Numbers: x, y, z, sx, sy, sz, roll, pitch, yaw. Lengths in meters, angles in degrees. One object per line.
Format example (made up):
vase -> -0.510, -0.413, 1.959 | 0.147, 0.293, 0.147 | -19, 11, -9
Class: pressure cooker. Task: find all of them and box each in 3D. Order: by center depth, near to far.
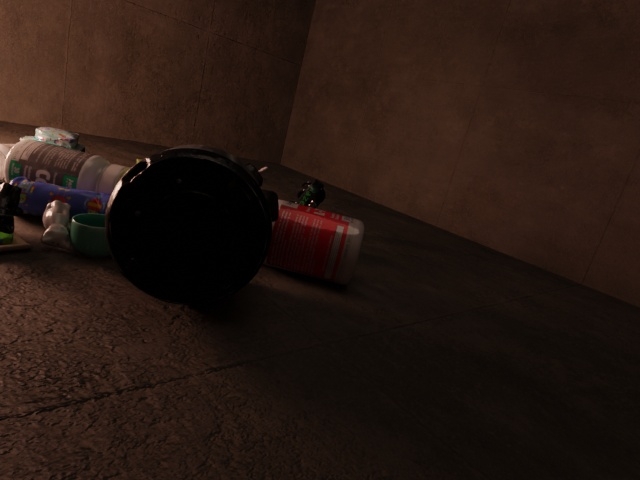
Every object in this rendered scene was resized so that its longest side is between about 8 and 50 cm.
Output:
pressure cooker -> -0.314, -0.067, 1.083 | 0.370, 0.375, 0.420 | 40, 3, -20

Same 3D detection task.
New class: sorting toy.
sorting toy -> -0.880, -0.015, 1.052 | 0.208, 0.038, 0.193 | 22, 17, 28

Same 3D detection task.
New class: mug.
mug -> -0.619, -0.013, 1.173 | 0.130, 0.097, 0.158 | 17, 15, 13

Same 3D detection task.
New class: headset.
headset -> -0.061, -0.159, 2.029 | 0.185, 0.243, 0.394 | 39, -4, -3

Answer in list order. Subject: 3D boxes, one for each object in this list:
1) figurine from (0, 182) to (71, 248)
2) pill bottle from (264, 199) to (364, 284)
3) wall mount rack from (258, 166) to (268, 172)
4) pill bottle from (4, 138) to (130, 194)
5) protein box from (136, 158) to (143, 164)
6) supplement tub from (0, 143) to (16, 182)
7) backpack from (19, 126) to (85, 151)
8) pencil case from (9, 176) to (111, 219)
figurine -> -0.790, -0.054, 1.140 | 0.215, 0.092, 0.209 | 23, 12, -36
pill bottle -> -0.075, -0.006, 1.397 | 0.408, 0.228, 0.229 | 15, 15, 1
wall mount rack -> -0.448, -0.330, 2.177 | 0.304, 0.130, 0.350 | 13, -11, -13
pill bottle -> -0.878, -0.221, 1.481 | 0.361, 0.204, 0.204 | 13, 15, -3
protein box -> -0.627, -0.182, 1.575 | 0.136, 0.201, 0.200 | 5, 18, -30
supplement tub -> -1.178, -0.296, 1.591 | 0.144, 0.144, 0.199 | 16, 16, 7
backpack -> -1.253, -0.427, 1.944 | 0.254, 0.191, 0.225 | 2, 20, -23
pencil case -> -0.809, -0.116, 1.326 | 0.306, 0.119, 0.133 | 11, 2, -10
